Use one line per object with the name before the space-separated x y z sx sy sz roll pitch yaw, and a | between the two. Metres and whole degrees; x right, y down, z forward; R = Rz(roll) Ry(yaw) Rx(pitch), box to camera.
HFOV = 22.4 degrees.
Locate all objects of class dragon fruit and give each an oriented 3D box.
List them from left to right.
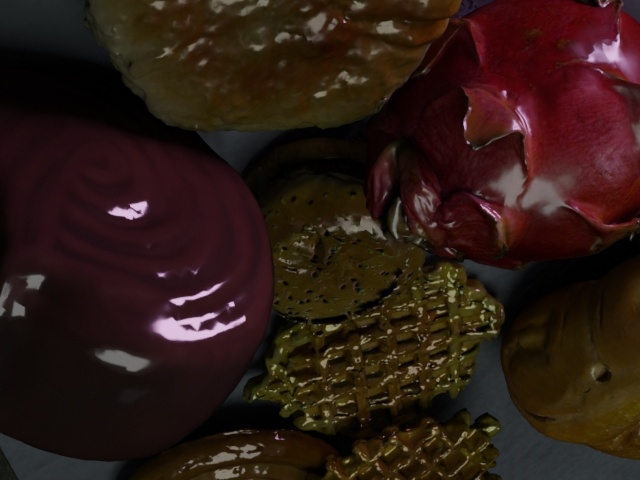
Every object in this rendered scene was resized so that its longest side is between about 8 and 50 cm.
dragon fruit | 0.181 -0.096 1.335 0.315 0.250 0.250 -4 135 -16

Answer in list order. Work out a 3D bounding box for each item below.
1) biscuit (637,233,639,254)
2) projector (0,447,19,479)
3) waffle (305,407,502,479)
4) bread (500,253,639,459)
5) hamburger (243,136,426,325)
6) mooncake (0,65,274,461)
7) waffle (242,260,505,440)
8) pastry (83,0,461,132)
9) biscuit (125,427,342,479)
biscuit | 0.470 0.009 1.621 0.273 0.049 0.257 -14 157 25
projector | -0.416 0.265 1.497 0.270 0.193 0.088 -11 126 18
waffle | 0.083 0.277 1.732 0.232 0.051 0.228 -5 131 -19
bread | 0.387 0.125 1.639 0.337 0.148 0.328 14 153 -34
hamburger | 0.000 0.000 1.443 0.185 0.113 0.177 -11 143 6
mooncake | -0.196 -0.002 1.230 0.334 0.326 0.174 26 123 -13
waffle | 0.058 0.112 1.646 0.245 0.052 0.254 18 124 -34
pastry | -0.036 -0.219 1.199 0.330 0.136 0.329 -11 136 -11
biscuit | -0.095 0.281 1.740 0.262 0.037 0.262 -9 145 -6
